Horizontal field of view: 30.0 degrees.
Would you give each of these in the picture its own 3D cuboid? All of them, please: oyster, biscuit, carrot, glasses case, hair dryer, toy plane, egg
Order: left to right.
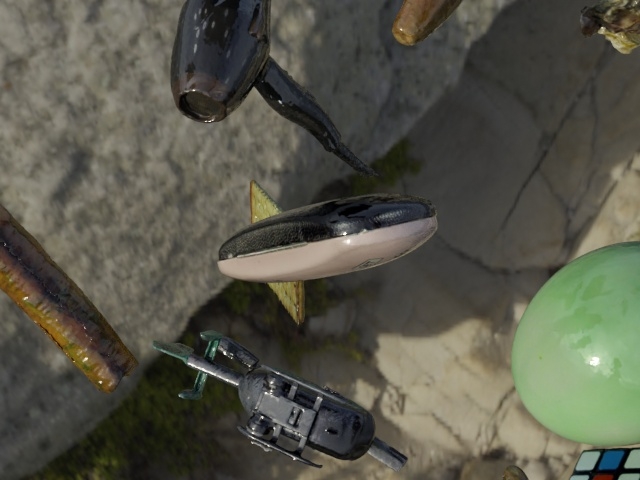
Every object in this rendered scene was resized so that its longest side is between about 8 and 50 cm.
[{"bbox_3d":[-0.298,0.060,1.287,0.070,0.070,0.260,-45,104,-21],"label":"carrot"},{"bbox_3d":[-0.065,0.208,1.595,0.382,0.155,0.106,20,93,16],"label":"toy plane"},{"bbox_3d":[-0.061,0.013,1.631,0.016,0.139,0.231,-8,21,-17],"label":"biscuit"},{"bbox_3d":[-0.034,-0.207,1.493,0.120,0.359,0.303,-16,46,36],"label":"hair dryer"},{"bbox_3d":[0.000,0.000,1.217,0.122,0.314,0.075,-10,89,-32],"label":"glasses case"},{"bbox_3d":[0.338,0.118,1.342,0.270,0.220,0.220,-31,50,35],"label":"egg"},{"bbox_3d":[0.502,-0.369,1.851,0.271,0.275,0.100,-12,70,-42],"label":"oyster"}]

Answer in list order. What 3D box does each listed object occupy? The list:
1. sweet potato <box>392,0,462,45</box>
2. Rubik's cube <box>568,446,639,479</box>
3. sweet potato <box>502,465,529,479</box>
[{"bbox_3d":[0.096,-0.256,0.918,0.058,0.078,0.255,20,53,-20],"label":"sweet potato"},{"bbox_3d":[0.363,0.343,1.274,0.187,0.182,0.184,51,56,-19],"label":"Rubik's cube"},{"bbox_3d":[0.166,0.329,1.048,0.075,0.269,0.075,-2,17,1],"label":"sweet potato"}]
